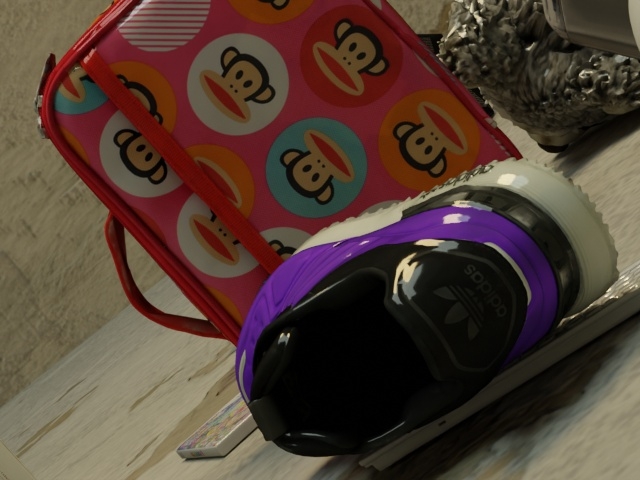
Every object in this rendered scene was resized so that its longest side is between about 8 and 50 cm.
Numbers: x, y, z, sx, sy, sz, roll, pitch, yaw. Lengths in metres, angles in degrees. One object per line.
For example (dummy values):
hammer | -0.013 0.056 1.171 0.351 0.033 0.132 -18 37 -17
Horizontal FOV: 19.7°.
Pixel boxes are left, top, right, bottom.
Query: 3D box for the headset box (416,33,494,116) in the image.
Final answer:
headset box | 0.006 -0.087 1.913 0.293 0.110 0.218 -37 -10 25

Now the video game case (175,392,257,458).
video game case | -0.059 0.130 1.369 0.087 0.011 0.122 -41 6 -19

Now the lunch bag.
lunch bag | -0.034 -0.050 1.208 0.258 0.293 0.120 -42 4 6

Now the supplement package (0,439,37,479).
supplement package | -0.354 0.253 1.573 0.203 0.149 0.194 -42 6 -22

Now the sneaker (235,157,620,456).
sneaker | 0.008 0.055 0.921 0.146 0.102 0.293 -38 2 -35

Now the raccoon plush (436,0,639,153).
raccoon plush | 0.174 -0.290 1.363 0.216 0.446 0.299 -7 19 24

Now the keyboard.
keyboard | 0.124 0.039 0.906 0.256 0.014 0.072 -36 7 29

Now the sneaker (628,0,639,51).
sneaker | 0.305 -0.199 1.017 0.366 0.135 0.150 -44 5 -36

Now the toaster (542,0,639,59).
toaster | 0.237 -0.190 1.180 0.146 0.129 0.227 14 44 36
